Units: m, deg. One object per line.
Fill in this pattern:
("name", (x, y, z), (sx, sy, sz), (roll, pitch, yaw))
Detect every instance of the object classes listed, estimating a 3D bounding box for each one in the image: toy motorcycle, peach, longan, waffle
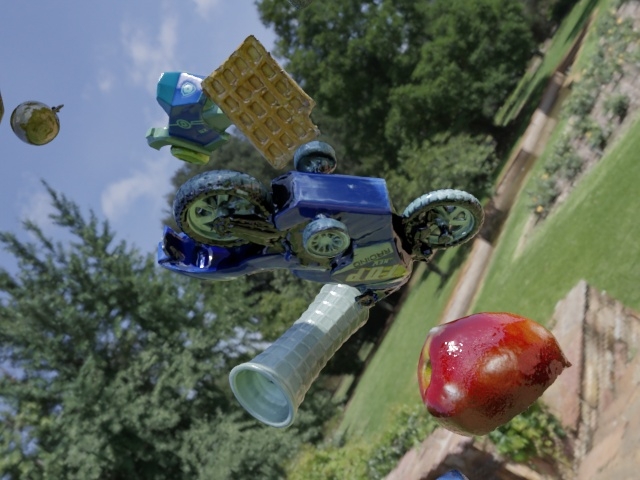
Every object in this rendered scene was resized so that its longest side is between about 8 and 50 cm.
("toy motorcycle", (-0.291, -0.305, 1.611), (0.326, 0.199, 0.191), (-7, 67, 63))
("peach", (0.390, 0.298, 1.584), (0.281, 0.338, 0.281), (-177, 90, -79))
("longan", (-0.420, -0.180, 1.059), (0.083, 0.075, 0.075), (-39, -9, -9))
("toy motorcycle", (0.000, 0.000, 0.706), (0.169, 0.315, 0.113), (109, 160, -49))
("waffle", (-0.061, -0.154, 0.799), (0.092, 0.135, 0.021), (-38, 17, 22))

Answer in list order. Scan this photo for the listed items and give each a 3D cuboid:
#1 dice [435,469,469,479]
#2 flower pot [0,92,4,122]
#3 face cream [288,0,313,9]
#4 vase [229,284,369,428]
("dice", (0.184, 0.418, 0.994), (0.146, 0.146, 0.143), (-39, -23, 1))
("flower pot", (-0.677, -0.249, 1.206), (0.290, 0.259, 0.291), (-13, -69, -37))
("face cream", (-0.112, -0.489, 1.173), (0.291, 0.071, 0.144), (34, -90, -47))
("vase", (-0.026, 0.201, 1.337), (0.299, 0.143, 0.143), (-43, -16, -44))
